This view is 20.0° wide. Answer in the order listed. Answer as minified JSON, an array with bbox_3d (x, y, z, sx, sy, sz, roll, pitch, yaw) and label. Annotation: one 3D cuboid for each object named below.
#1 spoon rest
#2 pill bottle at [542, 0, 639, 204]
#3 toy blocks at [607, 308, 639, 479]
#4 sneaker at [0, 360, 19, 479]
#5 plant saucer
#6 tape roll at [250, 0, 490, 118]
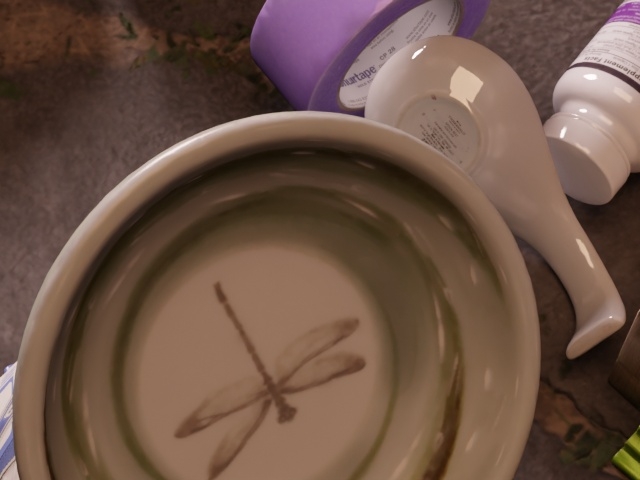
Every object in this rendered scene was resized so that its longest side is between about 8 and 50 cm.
[{"bbox_3d":[0.143,-0.038,1.436,0.137,0.084,0.276,-37,89,26],"label":"spoon rest"},{"bbox_3d":[0.259,-0.124,1.489,0.108,0.108,0.193,35,69,14],"label":"pill bottle"},{"bbox_3d":[0.364,-0.003,1.351,0.191,0.261,0.381,42,70,16],"label":"toy blocks"},{"bbox_3d":[-0.196,0.100,1.360,0.131,0.112,0.296,2,63,35],"label":"sneaker"},{"bbox_3d":[-0.036,0.099,1.308,0.400,0.100,0.400,-6,105,-24],"label":"plant saucer"},{"bbox_3d":[0.041,-0.177,1.463,0.189,0.189,0.080,-35,70,-16],"label":"tape roll"}]
